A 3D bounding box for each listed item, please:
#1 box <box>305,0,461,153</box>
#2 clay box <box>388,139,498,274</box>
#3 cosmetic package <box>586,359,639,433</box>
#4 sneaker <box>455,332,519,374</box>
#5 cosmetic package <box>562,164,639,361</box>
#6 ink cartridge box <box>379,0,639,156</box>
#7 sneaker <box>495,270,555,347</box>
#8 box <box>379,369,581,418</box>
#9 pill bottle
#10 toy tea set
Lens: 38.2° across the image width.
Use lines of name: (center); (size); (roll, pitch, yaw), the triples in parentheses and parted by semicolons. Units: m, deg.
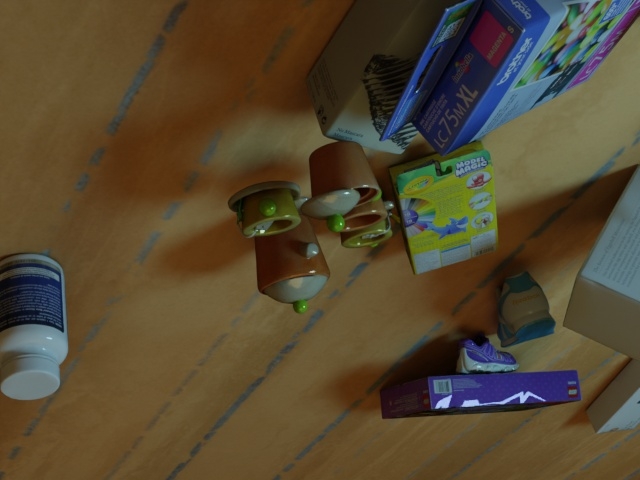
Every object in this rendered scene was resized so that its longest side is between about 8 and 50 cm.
box: (0.100, -0.220, 0.953); (0.113, 0.094, 0.275); (8, 138, -29)
clay box: (0.166, -0.048, 1.235); (0.127, 0.053, 0.222); (-17, 142, 1)
cosmetic package: (0.635, 0.303, 1.853); (0.098, 0.060, 0.239); (-1, 141, -17)
sneaker: (0.288, 0.195, 1.590); (0.068, 0.071, 0.170); (-12, 165, 32)
cosmetic package: (0.485, 0.051, 1.261); (0.224, 0.224, 0.138); (27, 149, 20)
ink cartridge box: (0.210, -0.192, 0.930); (0.311, 0.065, 0.186); (-26, 159, -32)
sneaker: (0.323, 0.114, 1.481); (0.087, 0.092, 0.229); (-17, 163, -1)
box: (0.277, 0.272, 1.627); (0.293, 0.057, 0.201); (1, 165, -20)
pill bottle: (-0.364, 0.108, 1.153); (0.094, 0.169, 0.094); (-10, 143, -7)
toy tea set: (0.000, 0.000, 1.104); (0.199, 0.124, 0.336); (-14, 165, 4)
